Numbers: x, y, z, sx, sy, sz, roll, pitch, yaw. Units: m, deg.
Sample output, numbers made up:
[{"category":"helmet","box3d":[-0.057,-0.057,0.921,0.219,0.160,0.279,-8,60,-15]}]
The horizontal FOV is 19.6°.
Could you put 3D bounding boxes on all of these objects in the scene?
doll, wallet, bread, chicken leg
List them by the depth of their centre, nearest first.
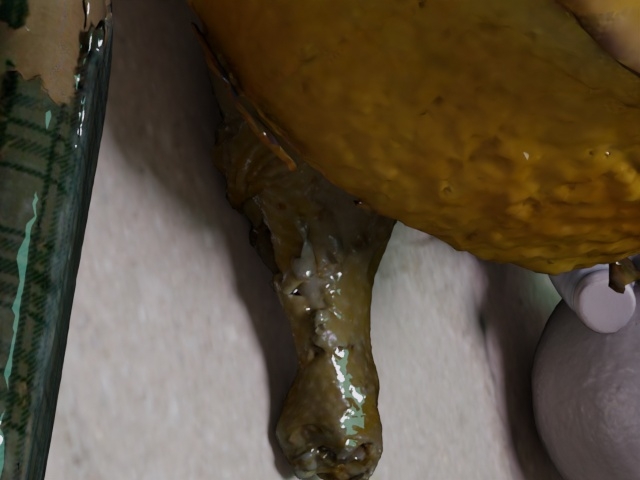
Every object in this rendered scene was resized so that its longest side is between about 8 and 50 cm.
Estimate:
[{"category":"wallet","box3d":[-0.089,0.096,0.458,0.169,0.044,0.317,112,-17,-64]},{"category":"bread","box3d":[0.091,-0.188,0.698,0.398,0.215,0.398,24,46,-28]},{"category":"chicken leg","box3d":[0.003,0.000,0.726,0.085,0.069,0.198,-7,92,-58]},{"category":"doll","box3d":[0.142,-0.003,0.907,0.151,0.151,0.287,-36,104,-58]}]
